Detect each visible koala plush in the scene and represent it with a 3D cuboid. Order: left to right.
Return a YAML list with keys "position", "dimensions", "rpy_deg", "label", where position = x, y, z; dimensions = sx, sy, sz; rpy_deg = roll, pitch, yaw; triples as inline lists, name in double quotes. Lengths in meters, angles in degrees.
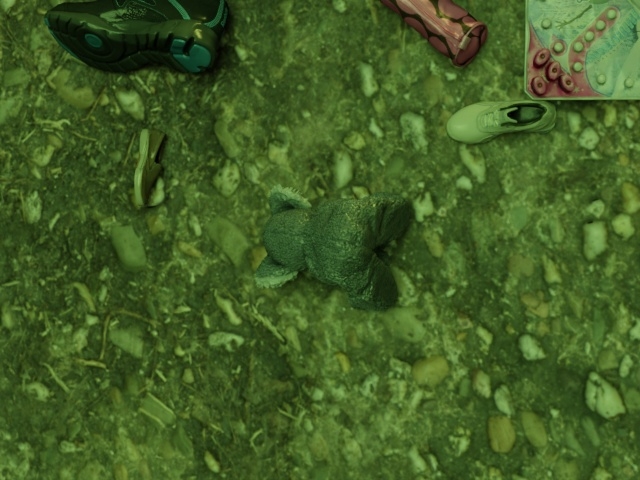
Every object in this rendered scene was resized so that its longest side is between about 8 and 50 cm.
- position: [0.000, 0.000, 1.602]
  dimensions: [0.221, 0.203, 0.196]
  rpy_deg: [9, 88, 27]
  label: "koala plush"

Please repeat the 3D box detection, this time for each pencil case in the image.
- position: [0.170, -0.371, 1.622]
  dimensions: [0.209, 0.098, 0.095]
  rpy_deg: [41, 96, 13]
  label: "pencil case"

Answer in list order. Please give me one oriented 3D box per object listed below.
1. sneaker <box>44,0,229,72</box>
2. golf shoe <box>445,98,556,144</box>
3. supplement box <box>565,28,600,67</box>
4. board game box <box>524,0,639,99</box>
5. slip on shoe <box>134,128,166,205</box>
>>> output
- position: [-0.317, -0.375, 1.757]
  dimensions: [0.340, 0.125, 0.140]
  rpy_deg: [10, 61, 18]
  label: "sneaker"
- position: [0.280, -0.195, 1.586]
  dimensions: [0.176, 0.086, 0.069]
  rpy_deg: [-9, 85, 15]
  label: "golf shoe"
- position: [0.387, -0.320, 1.582]
  dimensions: [0.083, 0.056, 0.083]
  rpy_deg: [36, 95, 14]
  label: "supplement box"
- position: [0.506, -0.407, 1.503]
  dimensions: [0.389, 0.050, 0.390]
  rpy_deg: [0, 95, 5]
  label: "board game box"
- position: [-0.295, -0.127, 1.751]
  dimensions: [0.041, 0.051, 0.135]
  rpy_deg: [5, 81, 3]
  label: "slip on shoe"
